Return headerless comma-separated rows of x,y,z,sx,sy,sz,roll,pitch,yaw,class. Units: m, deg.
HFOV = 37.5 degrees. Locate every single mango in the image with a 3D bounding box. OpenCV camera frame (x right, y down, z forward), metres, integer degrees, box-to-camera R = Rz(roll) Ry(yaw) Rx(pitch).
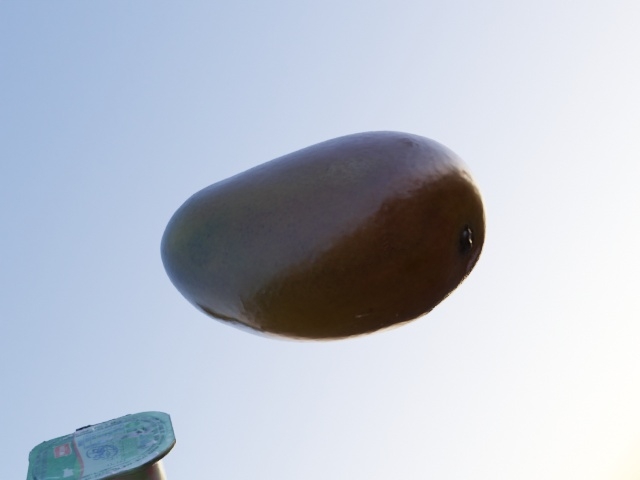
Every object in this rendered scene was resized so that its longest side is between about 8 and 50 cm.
0.004,0.002,0.729,0.255,0.175,0.139,-16,-62,0,mango

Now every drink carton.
-0.195,0.264,0.922,0.144,0.142,0.146,-17,11,-11,drink carton
